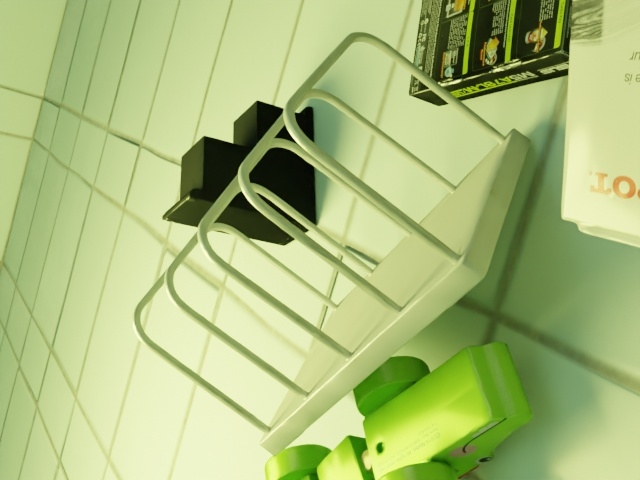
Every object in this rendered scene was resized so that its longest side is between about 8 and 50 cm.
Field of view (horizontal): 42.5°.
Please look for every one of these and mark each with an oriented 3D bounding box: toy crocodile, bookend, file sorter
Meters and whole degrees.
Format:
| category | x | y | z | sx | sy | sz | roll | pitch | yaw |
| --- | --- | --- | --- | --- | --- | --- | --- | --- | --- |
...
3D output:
| category | x | y | z | sx | sy | sz | roll | pitch | yaw |
| --- | --- | --- | --- | --- | --- | --- | --- | --- | --- |
| toy crocodile | 0.047 | 0.198 | 0.679 | 0.340 | 0.105 | 0.115 | -49 | 41 | 32 |
| bookend | -0.090 | -0.089 | 0.936 | 0.072 | 0.157 | 0.156 | -31 | 55 | 50 |
| file sorter | 0.000 | 0.000 | 0.666 | 0.277 | 0.173 | 0.192 | -48 | 7 | 39 |

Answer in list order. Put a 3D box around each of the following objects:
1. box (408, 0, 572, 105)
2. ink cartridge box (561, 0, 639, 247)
| category | x | y | z | sx | sy | sz | roll | pitch | yaw |
| --- | --- | --- | --- | --- | --- | --- | --- | --- | --- |
| box | 0.156 | -0.221 | 0.690 | 0.184 | 0.045 | 0.190 | -3 | 76 | 56 |
| ink cartridge box | 0.228 | -0.127 | 0.380 | 0.198 | 0.115 | 0.272 | 22 | 118 | 55 |
